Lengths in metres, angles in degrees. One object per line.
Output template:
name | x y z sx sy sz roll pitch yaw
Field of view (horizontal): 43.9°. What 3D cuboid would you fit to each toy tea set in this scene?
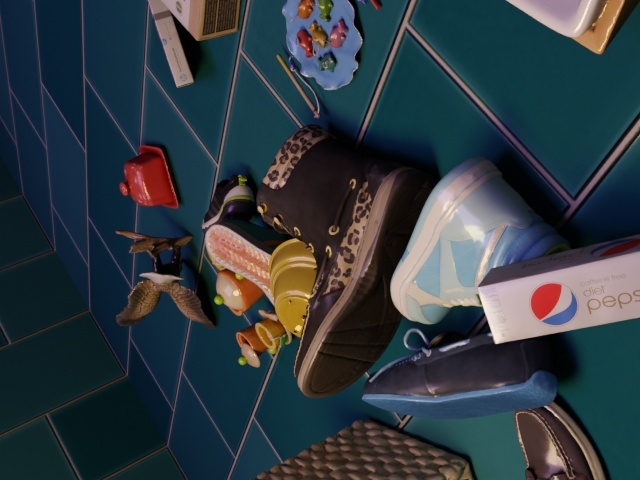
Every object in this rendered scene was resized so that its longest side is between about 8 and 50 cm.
toy tea set | -0.172 0.154 1.692 0.200 0.124 0.335 24 139 47

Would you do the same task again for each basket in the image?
basket | 0.078 0.521 1.377 0.331 0.329 0.266 7 115 58

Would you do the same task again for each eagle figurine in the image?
eagle figurine | -0.392 0.123 2.027 0.226 0.225 0.298 25 122 37

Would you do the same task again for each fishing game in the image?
fishing game | -0.008 -0.317 1.186 0.189 0.041 0.264 60 148 13

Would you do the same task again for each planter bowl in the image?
planter bowl | -0.012 0.107 1.363 0.217 0.090 0.217 16 133 18

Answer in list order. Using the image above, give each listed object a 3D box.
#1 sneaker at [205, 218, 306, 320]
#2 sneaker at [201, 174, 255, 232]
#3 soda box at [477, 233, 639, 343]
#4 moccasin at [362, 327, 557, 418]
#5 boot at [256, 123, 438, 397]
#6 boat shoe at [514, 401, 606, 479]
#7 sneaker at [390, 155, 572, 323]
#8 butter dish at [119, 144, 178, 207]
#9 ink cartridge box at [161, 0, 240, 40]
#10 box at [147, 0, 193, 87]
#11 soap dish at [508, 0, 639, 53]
sneaker | -0.071 0.048 1.523 0.302 0.121 0.108 37 122 13
sneaker | -0.187 -0.077 1.658 0.235 0.084 0.097 150 119 -60
soda box | 0.281 0.046 0.830 0.216 0.074 0.069 -15 99 28
moccasin | 0.201 0.188 1.142 0.342 0.138 0.116 -17 56 46
boot | 0.006 0.019 1.226 0.284 0.138 0.377 39 116 45
boat shoe | 0.327 0.350 1.069 0.103 0.092 0.285 -17 95 63
sneaker | 0.209 0.063 1.025 0.208 0.127 0.319 46 153 23
butter dish | -0.438 -0.144 1.960 0.160 0.118 0.159 15 125 55
ink cartridge box | -0.231 -0.495 1.379 0.234 0.088 0.193 49 146 27
box | -0.296 -0.396 1.565 0.145 0.038 0.186 -134 25 -75
soap dish | 0.204 -0.345 0.727 0.291 0.118 0.228 47 146 32
